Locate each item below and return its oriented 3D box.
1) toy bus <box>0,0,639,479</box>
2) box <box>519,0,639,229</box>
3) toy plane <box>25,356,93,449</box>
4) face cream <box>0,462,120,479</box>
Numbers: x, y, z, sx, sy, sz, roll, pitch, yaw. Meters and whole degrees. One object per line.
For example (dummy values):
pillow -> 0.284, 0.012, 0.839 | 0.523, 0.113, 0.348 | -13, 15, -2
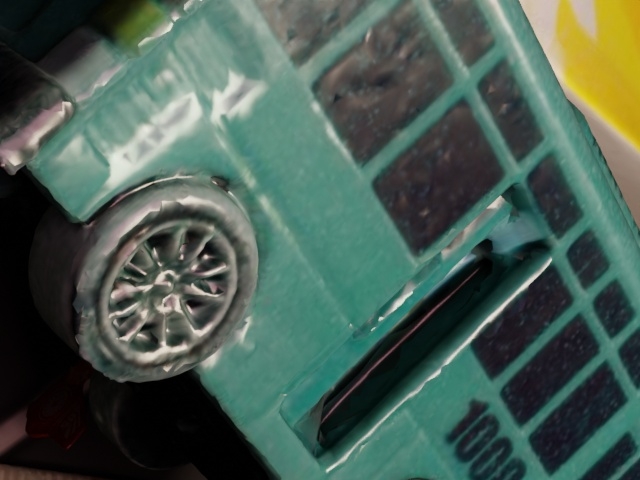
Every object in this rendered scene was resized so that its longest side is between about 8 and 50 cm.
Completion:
toy bus -> 0.000, 0.000, 0.496 | 0.147, 0.128, 0.256 | -43, 133, -9
box -> 0.127, -0.135, 0.681 | 0.194, 0.111, 0.260 | 34, 75, -37
toy plane -> -0.039, 0.008, 0.597 | 0.145, 0.060, 0.037 | -45, 122, -10
face cream -> -0.090, 0.241, 0.574 | 0.137, 0.084, 0.341 | 15, 76, -42
